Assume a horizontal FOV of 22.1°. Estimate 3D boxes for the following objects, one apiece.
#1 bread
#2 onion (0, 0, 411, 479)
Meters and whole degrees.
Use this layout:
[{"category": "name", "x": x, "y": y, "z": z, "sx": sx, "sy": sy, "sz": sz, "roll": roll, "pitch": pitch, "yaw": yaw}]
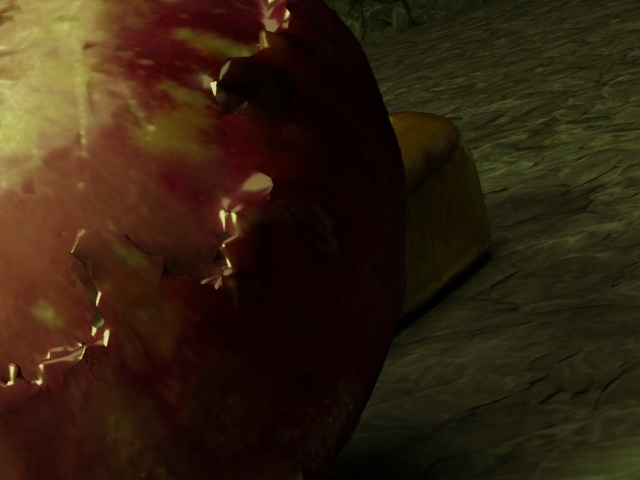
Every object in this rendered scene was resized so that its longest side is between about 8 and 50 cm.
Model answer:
[{"category": "bread", "x": 0.000, "y": 0.000, "z": 1.077, "sx": 0.152, "sy": 0.119, "sz": 0.288, "roll": -15, "pitch": 10, "yaw": 33}, {"category": "onion", "x": -0.125, "y": 0.027, "z": 0.727, "sx": 0.358, "sy": 0.345, "sz": 0.358, "roll": -24, "pitch": 24, "yaw": 11}]
